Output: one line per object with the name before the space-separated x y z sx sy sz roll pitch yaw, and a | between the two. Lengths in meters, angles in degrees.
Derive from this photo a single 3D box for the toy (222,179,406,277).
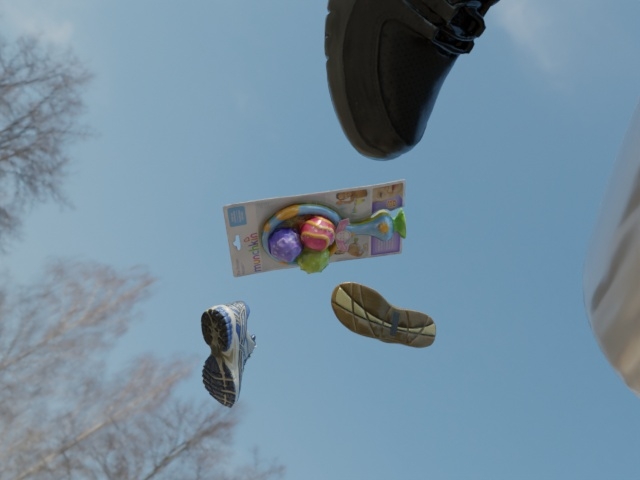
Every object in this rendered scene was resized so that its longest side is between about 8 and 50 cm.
toy | 0.000 0.000 1.061 0.137 0.237 0.056 88 -12 -45

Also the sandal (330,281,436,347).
sandal | 0.091 0.119 1.226 0.180 0.072 0.049 21 -15 -20

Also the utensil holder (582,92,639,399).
utensil holder | 0.384 -0.039 0.607 0.327 0.327 0.385 41 -18 23

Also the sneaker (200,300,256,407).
sneaker | -0.096 0.127 0.904 0.052 0.058 0.135 24 -56 31

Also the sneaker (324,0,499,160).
sneaker | 0.104 -0.221 0.625 0.140 0.125 0.340 21 -77 31
